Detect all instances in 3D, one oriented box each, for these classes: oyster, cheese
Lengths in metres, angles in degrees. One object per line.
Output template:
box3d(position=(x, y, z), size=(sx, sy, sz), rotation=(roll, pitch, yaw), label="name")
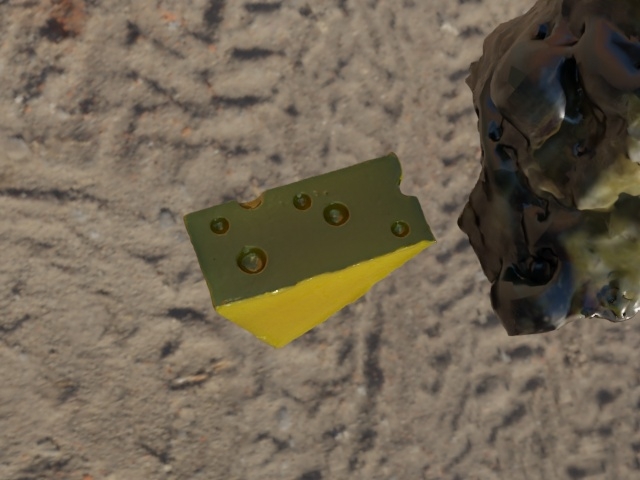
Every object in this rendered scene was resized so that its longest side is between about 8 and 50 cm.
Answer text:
box3d(position=(0.185, -0.098, 0.567), size=(0.096, 0.361, 0.221), rotation=(-3, 62, -38), label="oyster")
box3d(position=(0.000, 0.000, 0.835), size=(0.093, 0.171, 0.126), rotation=(68, 9, 27), label="cheese")
